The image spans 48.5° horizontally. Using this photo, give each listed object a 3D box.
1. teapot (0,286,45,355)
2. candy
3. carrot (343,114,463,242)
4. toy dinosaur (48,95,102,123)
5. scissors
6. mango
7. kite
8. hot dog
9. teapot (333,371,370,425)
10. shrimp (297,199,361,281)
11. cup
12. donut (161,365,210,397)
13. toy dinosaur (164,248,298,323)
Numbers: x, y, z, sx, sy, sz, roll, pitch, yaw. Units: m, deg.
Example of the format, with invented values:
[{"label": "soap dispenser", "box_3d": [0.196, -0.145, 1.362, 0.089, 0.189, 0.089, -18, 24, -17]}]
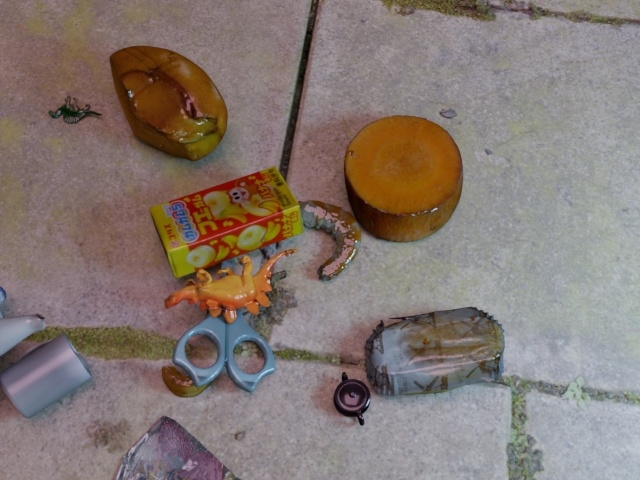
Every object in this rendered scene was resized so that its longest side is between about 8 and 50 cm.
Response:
[{"label": "teapot", "box_3d": [-0.667, 0.156, 1.246, 0.424, 0.252, 0.280, 1, 27, 27]}, {"label": "candy", "box_3d": [-0.187, -0.040, 1.422, 0.276, 0.088, 0.146, -19, 50, -12]}, {"label": "carrot", "box_3d": [0.180, -0.145, 1.509, 0.259, 0.100, 0.307, 23, 61, 8]}, {"label": "toy dinosaur", "box_3d": [-0.554, -0.291, 1.617, 0.120, 0.029, 0.060, 17, 77, 2]}, {"label": "scissors", "box_3d": [-0.183, 0.121, 1.378, 0.191, 0.029, 0.360, 8, 52, -16]}, {"label": "mango", "box_3d": [-0.345, -0.311, 1.552, 0.199, 0.201, 0.350, -7, 43, -48]}, {"label": "kite", "box_3d": [-0.187, 0.450, 1.206, 0.361, 0.022, 0.204, 22, 63, 12]}, {"label": "hot dog", "box_3d": [0.214, 0.210, 1.320, 0.271, 0.081, 0.162, -9, 52, 2]}, {"label": "teapot", "box_3d": [0.059, 0.287, 1.289, 0.068, 0.045, 0.100, -18, 62, -9]}, {"label": "shrimp", "box_3d": [0.000, 0.000, 1.456, 0.161, 0.049, 0.166, 19, 69, 7]}, {"label": "cup", "box_3d": [-0.496, 0.241, 1.286, 0.133, 0.136, 0.099, -34, 101, -18]}, {"label": "donut", "box_3d": [-0.252, 0.251, 1.307, 0.067, 0.038, 0.083, -41, 71, -18]}, {"label": "toy dinosaur", "box_3d": [-0.155, 0.095, 1.348, 0.288, 0.070, 0.117, -16, 73, -28]}]
